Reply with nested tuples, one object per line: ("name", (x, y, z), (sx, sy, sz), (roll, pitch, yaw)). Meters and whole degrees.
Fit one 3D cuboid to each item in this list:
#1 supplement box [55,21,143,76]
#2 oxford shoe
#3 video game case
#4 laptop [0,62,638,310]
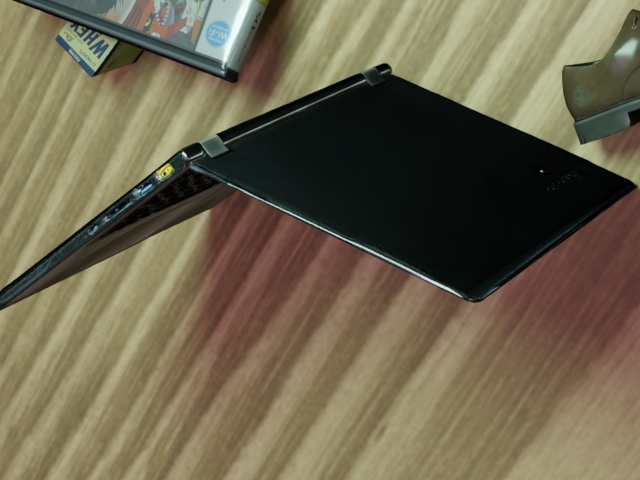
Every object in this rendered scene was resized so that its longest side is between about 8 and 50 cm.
("supplement box", (-0.205, -0.217, 1.961), (0.056, 0.083, 0.083), (46, 121, 9))
("oxford shoe", (0.305, -0.165, 1.702), (0.227, 0.083, 0.096), (-22, 89, 31))
("video game case", (-0.154, -0.310, 1.876), (0.275, 0.035, 0.248), (22, 90, 21))
("laptop", (0.000, 0.000, 1.740), (0.408, 0.382, 0.236), (-35, 87, 32))
